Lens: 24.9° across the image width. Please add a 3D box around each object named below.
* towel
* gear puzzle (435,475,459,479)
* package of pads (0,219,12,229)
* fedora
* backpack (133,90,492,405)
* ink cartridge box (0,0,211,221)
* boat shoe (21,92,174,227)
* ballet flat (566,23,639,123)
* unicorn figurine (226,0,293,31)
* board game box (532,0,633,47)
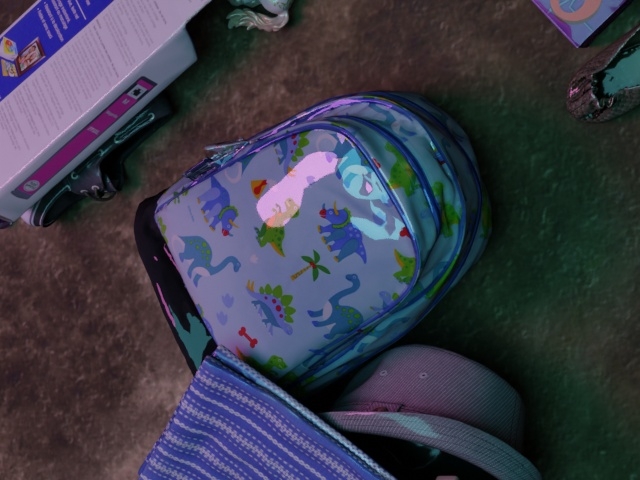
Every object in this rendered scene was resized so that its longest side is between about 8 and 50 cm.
[{"bbox_3d":[-0.063,0.257,1.488,0.243,0.040,0.336,36,144,3],"label":"towel"},{"bbox_3d":[0.066,0.303,1.495,0.339,0.044,0.175,-8,138,40],"label":"gear puzzle"},{"bbox_3d":[-0.397,-0.053,1.711,0.083,0.032,0.050,28,110,16],"label":"package of pads"},{"bbox_3d":[0.099,0.187,1.465,0.275,0.243,0.124,-9,52,42],"label":"fedora"},{"bbox_3d":[0.000,0.000,1.455,0.355,0.273,0.290,-27,81,12],"label":"backpack"},{"bbox_3d":[-0.253,-0.200,1.565,0.371,0.069,0.176,-40,57,18],"label":"ink cartridge box"},{"bbox_3d":[-0.246,-0.086,1.623,0.076,0.080,0.228,47,104,12],"label":"boat shoe"},{"bbox_3d":[0.334,-0.193,1.369,0.250,0.058,0.084,-35,85,23],"label":"ballet flat"},{"bbox_3d":[-0.046,-0.296,1.519,0.111,0.060,0.162,16,120,19],"label":"unicorn figurine"},{"bbox_3d":[0.209,-0.381,1.402,0.347,0.056,0.208,48,116,9],"label":"board game box"}]
